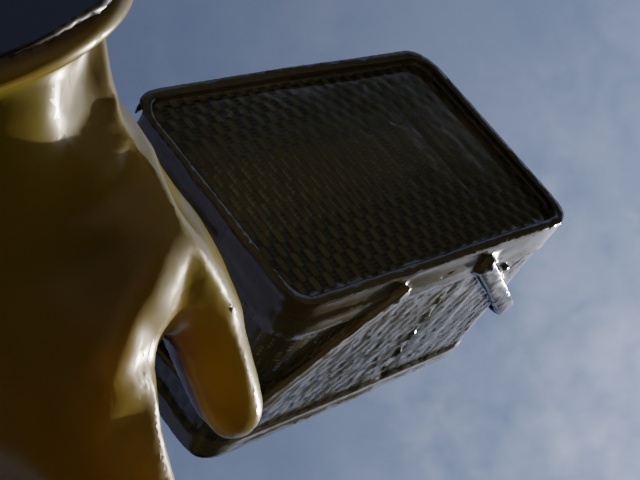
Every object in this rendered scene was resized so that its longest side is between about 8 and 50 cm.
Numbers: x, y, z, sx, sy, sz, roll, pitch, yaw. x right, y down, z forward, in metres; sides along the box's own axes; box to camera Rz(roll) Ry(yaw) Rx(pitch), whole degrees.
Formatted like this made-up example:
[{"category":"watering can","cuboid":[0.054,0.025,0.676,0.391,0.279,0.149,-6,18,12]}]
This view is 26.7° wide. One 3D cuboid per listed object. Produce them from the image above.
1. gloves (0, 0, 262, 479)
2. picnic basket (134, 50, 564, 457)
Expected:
[{"category":"gloves","cuboid":[-0.105,0.035,0.458,0.116,0.133,0.294,-51,-31,-41]},{"category":"picnic basket","cuboid":[0.000,0.000,0.803,0.266,0.139,0.165,-16,-121,-43]}]
